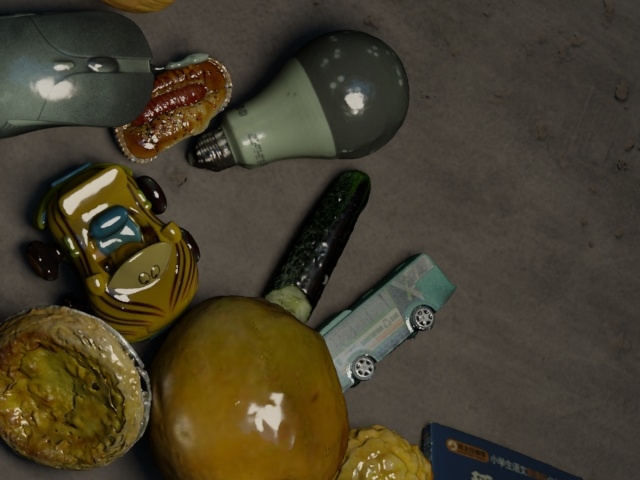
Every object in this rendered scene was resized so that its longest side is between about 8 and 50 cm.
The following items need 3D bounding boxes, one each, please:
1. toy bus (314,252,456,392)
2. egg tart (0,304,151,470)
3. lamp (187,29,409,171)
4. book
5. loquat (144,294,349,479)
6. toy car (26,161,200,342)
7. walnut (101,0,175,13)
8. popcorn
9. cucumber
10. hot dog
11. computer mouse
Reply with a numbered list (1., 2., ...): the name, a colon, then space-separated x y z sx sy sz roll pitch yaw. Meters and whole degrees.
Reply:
1. toy bus: 0.079 0.129 1.808 0.261 0.091 0.109 -38 93 -21
2. egg tart: -0.324 0.183 1.591 0.234 0.094 0.234 4 111 10
3. lamp: -0.021 -0.177 1.714 0.314 0.182 0.182 -25 99 -23
4. book: 0.275 0.492 1.792 0.300 0.039 0.428 22 47 -23
5. loquat: -0.094 0.215 1.637 0.276 0.276 0.284 12 81 -24
6. toy car: -0.258 0.015 1.624 0.200 0.142 0.248 -37 102 -20
7. walnut: -0.262 -0.390 1.630 0.206 0.159 0.159 37 75 -20
8. popcorn: 0.075 0.352 1.762 0.180 0.180 0.170 -59 149 -14
9. cucumber: 0.001 0.000 1.782 0.074 0.074 0.241 33 73 -20
10. hot dog: -0.201 -0.182 1.703 0.192 0.053 0.099 -35 104 -19
11. computer mouse: -0.325 -0.224 1.608 0.379 0.090 0.167 -9 93 -16
